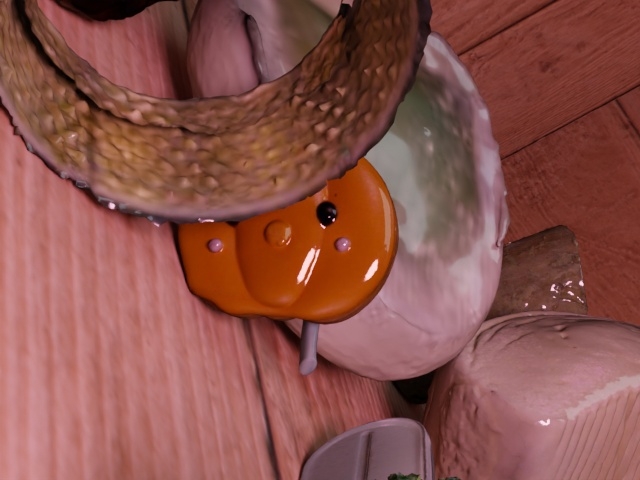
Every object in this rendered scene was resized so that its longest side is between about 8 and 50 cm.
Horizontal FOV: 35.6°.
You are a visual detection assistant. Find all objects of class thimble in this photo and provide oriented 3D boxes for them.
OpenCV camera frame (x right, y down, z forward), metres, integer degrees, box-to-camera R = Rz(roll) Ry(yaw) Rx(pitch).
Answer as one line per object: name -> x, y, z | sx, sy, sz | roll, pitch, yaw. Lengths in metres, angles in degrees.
thimble -> -0.075, -0.159, 0.652 | 0.271, 0.270, 0.150 | 51, 14, -38

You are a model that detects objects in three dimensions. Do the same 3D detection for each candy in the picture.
candy -> 0.026, -0.064, 0.978 | 0.386, 0.186, 0.427 | 21, 47, -38

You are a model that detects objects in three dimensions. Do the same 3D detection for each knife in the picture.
knife -> 0.001, 0.000, 0.776 | 0.028, 0.015, 0.210 | 104, -7, -73

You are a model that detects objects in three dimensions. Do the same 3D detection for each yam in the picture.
yam -> 0.201, 0.095, 1.225 | 0.161, 0.268, 0.161 | -20, 90, -84

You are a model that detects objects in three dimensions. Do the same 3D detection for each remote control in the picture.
remote control -> 0.032, 0.196, 0.690 | 0.247, 0.104, 0.052 | -68, 139, -72

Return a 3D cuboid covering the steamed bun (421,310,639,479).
steamed bun -> 0.257, 0.193, 1.059 | 0.383, 0.247, 0.236 | -2, 27, -34

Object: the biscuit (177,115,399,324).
biscuit -> -0.025, -0.020, 0.745 | 0.050, 0.170, 0.170 | 59, 7, -70

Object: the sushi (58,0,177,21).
sushi -> -0.124, -0.351, 0.793 | 0.281, 0.294, 0.299 | 57, 13, -20

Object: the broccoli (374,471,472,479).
broccoli -> 0.016, 0.224, 0.369 | 0.270, 0.270, 0.270 | 62, -20, 3
